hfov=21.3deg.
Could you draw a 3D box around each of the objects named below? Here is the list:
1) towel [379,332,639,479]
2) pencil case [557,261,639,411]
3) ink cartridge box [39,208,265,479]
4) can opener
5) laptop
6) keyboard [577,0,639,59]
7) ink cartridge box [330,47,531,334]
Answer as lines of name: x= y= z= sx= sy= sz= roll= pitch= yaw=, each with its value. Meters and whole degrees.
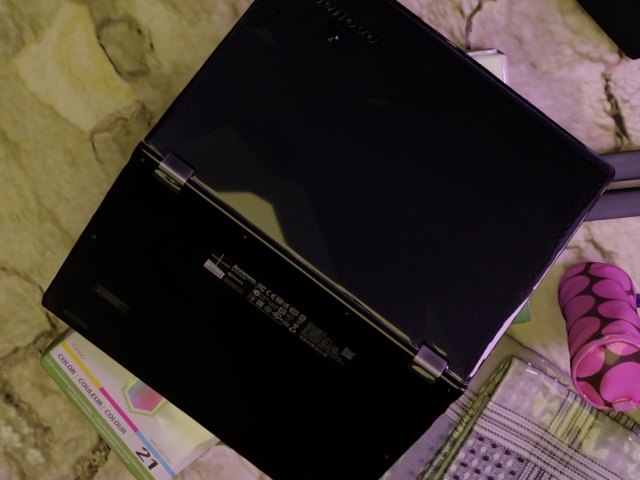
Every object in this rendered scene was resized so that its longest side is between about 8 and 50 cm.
towel: x=0.223 y=0.302 z=1.827 sx=0.324 sy=0.056 sz=0.312 roll=34 pitch=99 yaw=-3
pencil case: x=0.290 y=0.099 z=1.712 sx=0.095 sy=0.209 sz=0.098 roll=-6 pitch=110 yaw=9
ink cartridge box: x=-0.135 y=0.109 z=1.789 sx=0.255 sy=0.097 sz=0.189 roll=-39 pitch=96 yaw=9
can opener: x=0.347 y=-0.060 z=1.737 sx=0.283 sy=0.095 sz=0.076 roll=-6 pitch=96 yaw=-5
laptop: x=0.000 y=0.000 z=1.690 sx=0.382 sy=0.236 sz=0.408 roll=37 pitch=131 yaw=-1
keyboard: x=0.254 y=-0.308 z=1.648 sx=0.317 sy=0.201 sz=0.033 roll=46 pitch=76 yaw=-12
ink cartridge box: x=0.100 y=-0.051 z=1.741 sx=0.201 sy=0.117 sz=0.278 roll=-6 pitch=100 yaw=4
